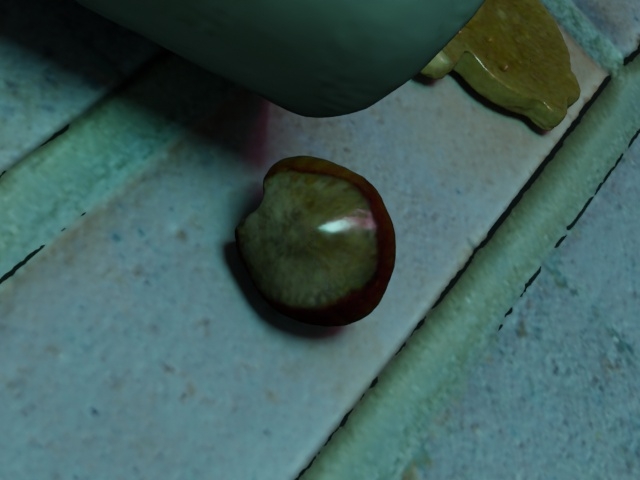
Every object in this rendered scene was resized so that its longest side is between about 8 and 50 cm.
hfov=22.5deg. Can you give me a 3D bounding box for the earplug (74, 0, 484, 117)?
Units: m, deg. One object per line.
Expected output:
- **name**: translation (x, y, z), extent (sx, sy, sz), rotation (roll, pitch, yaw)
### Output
- **earplug**: translation (-0.101, -0.267, 0.721), extent (0.394, 0.312, 0.313), rotation (23, 48, -22)

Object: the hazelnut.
- **hazelnut**: translation (0.000, 0.000, 0.778), extent (0.086, 0.086, 0.086), rotation (22, 48, -27)

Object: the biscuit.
- **biscuit**: translation (0.082, -0.143, 0.984), extent (0.184, 0.027, 0.133), rotation (20, 48, -31)
